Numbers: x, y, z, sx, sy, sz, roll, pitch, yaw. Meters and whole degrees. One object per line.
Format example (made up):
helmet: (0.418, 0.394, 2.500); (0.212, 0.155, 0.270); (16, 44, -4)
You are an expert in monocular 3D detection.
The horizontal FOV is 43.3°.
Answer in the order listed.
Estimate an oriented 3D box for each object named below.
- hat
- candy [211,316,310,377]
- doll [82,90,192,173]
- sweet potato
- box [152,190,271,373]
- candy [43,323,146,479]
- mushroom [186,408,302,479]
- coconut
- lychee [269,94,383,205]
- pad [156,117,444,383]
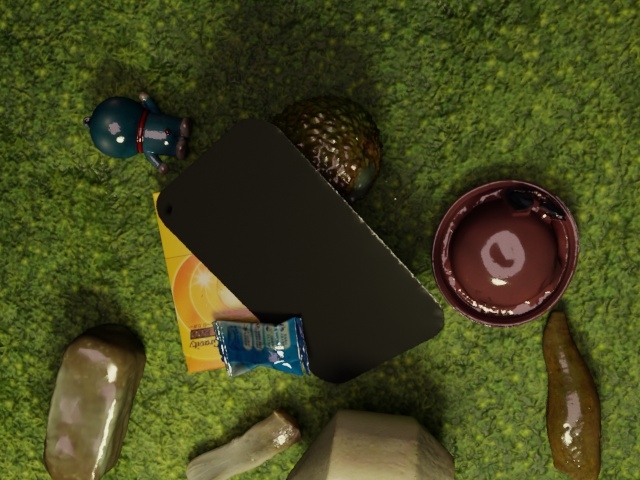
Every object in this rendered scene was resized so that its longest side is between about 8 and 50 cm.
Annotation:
hat: (0.248, 0.019, 1.078); (0.205, 0.089, 0.205); (1, 96, 8)
candy: (-0.083, 0.151, 1.123); (0.136, 0.038, 0.088); (-5, 108, 18)
doll: (-0.261, -0.156, 1.139); (0.152, 0.085, 0.114); (8, 83, -3)
sweet potato: (0.338, 0.218, 1.095); (0.077, 0.077, 0.244); (-9, 96, 9)
box: (-0.143, 0.049, 1.163); (0.152, 0.043, 0.269); (-10, 94, 9)
candy: (-0.333, 0.244, 1.181); (0.102, 0.104, 0.234); (19, 99, 7)
mushroom: (-0.115, 0.312, 1.189); (0.202, 0.054, 0.059); (-33, 85, 16)
coconut: (0.061, 0.339, 1.082); (0.241, 0.241, 0.241); (1, 97, 8)
lychee: (-0.002, -0.118, 1.069); (0.171, 0.171, 0.171); (1, 97, 8)
pad: (0.000, 0.000, 1.055); (0.315, 0.063, 0.375); (-33, 106, 37)
